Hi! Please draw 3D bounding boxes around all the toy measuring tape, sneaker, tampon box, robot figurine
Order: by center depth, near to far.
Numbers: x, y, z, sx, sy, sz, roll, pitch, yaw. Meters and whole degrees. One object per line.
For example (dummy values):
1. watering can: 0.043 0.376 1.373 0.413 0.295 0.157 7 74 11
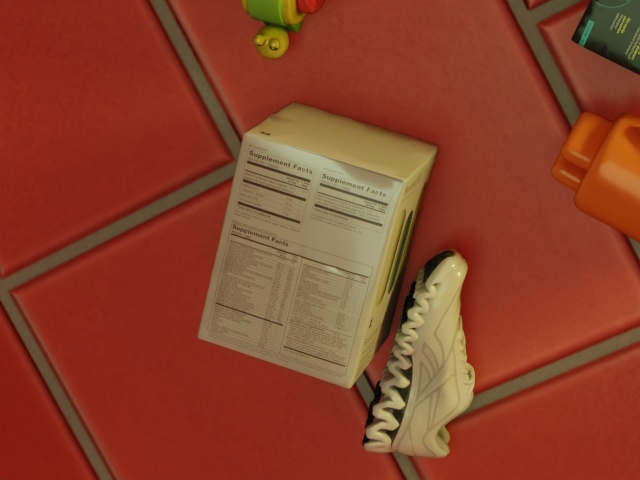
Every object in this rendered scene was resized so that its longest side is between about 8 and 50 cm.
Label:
1. tampon box: 0.382 -0.247 1.840 0.161 0.101 0.120 28 111 7
2. robot figurine: 0.377 -0.062 1.879 0.219 0.128 0.158 29 111 7
3. toy measuring tape: -0.036 -0.370 1.923 0.121 0.121 0.330 15 109 12
4. sneaker: 0.141 0.144 2.028 0.118 0.110 0.292 17 118 3

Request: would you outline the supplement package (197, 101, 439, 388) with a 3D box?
1. supplement package: 0.000 0.000 1.969 0.198 0.199 0.262 18 109 11
